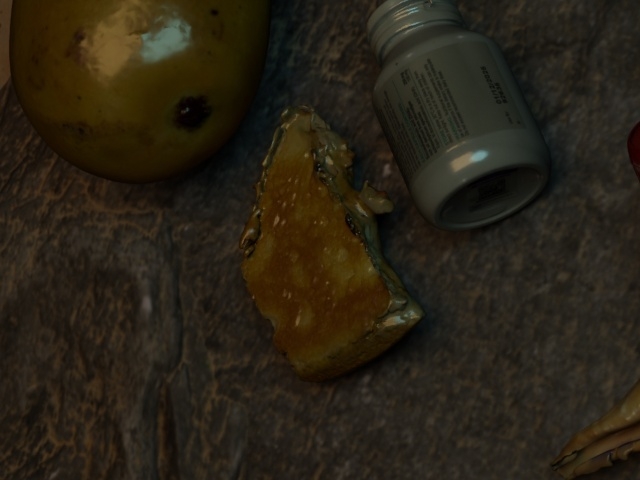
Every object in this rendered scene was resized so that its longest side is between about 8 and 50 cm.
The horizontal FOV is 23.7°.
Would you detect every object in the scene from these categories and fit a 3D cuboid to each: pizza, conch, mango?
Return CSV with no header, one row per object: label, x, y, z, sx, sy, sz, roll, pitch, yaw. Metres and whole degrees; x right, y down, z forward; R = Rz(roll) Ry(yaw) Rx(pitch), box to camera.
pizza,0.000,0.000,1.528,0.189,0.071,0.297,-43,56,30
conch,0.322,0.114,1.297,0.109,0.093,0.330,51,128,11
mango,-0.195,-0.272,1.625,0.300,0.232,0.446,-25,57,30

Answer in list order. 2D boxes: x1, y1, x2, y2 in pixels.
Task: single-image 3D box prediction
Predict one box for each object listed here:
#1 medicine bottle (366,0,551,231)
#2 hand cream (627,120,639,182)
medicine bottle,0.121,-0.129,1.443,0.135,0.135,0.215,-32,63,22
hand cream,0.365,-0.061,1.202,0.230,0.230,0.149,-23,104,25
